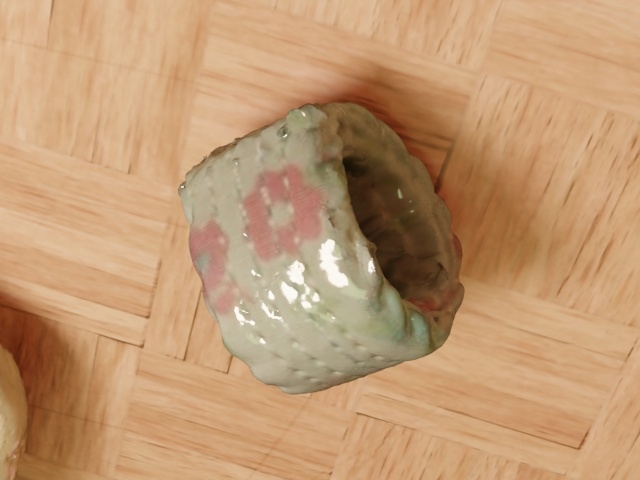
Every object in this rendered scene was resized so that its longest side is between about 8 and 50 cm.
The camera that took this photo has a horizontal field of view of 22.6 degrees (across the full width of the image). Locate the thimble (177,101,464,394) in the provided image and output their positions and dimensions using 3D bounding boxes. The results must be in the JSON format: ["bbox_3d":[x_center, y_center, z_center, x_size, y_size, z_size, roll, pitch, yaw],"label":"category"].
[{"bbox_3d":[0.000,0.000,1.188,0.149,0.185,0.211,-22,113,29],"label":"thimble"}]

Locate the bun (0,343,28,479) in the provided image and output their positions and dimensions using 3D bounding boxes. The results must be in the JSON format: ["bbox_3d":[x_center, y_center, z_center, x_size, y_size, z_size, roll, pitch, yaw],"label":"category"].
[{"bbox_3d":[-0.447,0.168,1.403,0.365,0.219,0.365,-8,116,-18],"label":"bun"}]
